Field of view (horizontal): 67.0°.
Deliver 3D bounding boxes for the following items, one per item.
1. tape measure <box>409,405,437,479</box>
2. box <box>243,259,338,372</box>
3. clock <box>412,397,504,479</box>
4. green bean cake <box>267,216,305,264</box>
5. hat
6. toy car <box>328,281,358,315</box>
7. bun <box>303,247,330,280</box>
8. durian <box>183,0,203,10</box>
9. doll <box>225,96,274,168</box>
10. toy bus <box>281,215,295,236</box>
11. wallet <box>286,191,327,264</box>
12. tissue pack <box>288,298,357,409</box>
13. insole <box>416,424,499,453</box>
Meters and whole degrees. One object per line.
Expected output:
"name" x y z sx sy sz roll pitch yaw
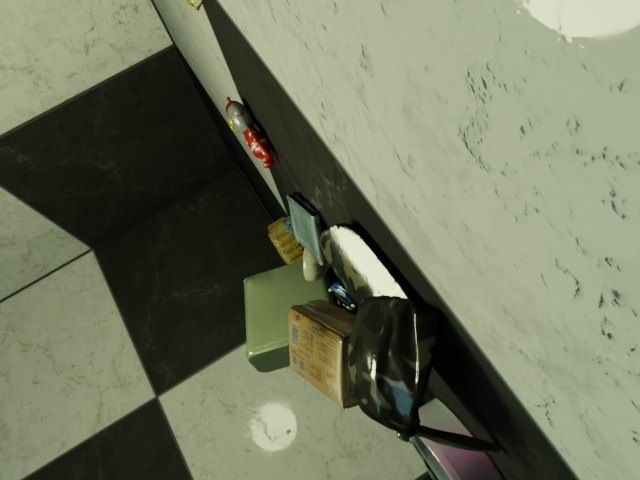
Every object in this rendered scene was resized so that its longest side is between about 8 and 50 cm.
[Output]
"tape measure" 0.322 0.670 1.571 0.164 0.084 0.330 60 -166 -57
"box" -0.102 0.269 1.793 0.177 0.352 0.343 66 -172 -48
"clock" 0.340 0.552 1.165 0.338 0.102 0.338 57 173 11
"green bean cake" -0.139 0.013 2.186 0.224 0.131 0.230 59 174 -12
"hat" 0.087 0.169 0.945 0.382 0.257 0.366 32 158 30
"toy car" 0.092 0.178 1.436 0.103 0.063 0.216 33 165 29
"bun" -0.007 0.073 1.645 0.138 0.094 0.138 2 -90 -80
"durian" -0.271 -0.529 0.988 0.052 0.066 0.130 55 -178 34
"doll" -0.218 -0.332 1.460 0.245 0.076 0.142 54 173 3
"toy bus" -0.116 -0.058 1.992 0.051 0.061 0.153 63 171 -23
"wallet" -0.041 -0.039 1.430 0.222 0.036 0.167 -133 29 -58
"tissue pack" 0.067 0.312 1.419 0.305 0.238 0.238 16 139 58
"insole" 0.235 0.368 0.902 0.063 0.192 0.010 5 -86 -79
